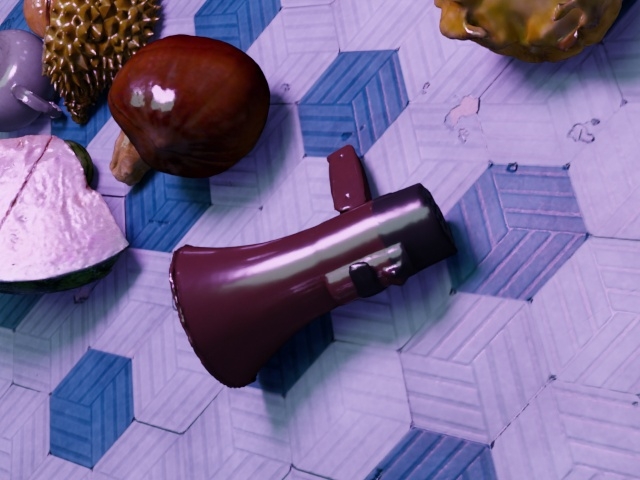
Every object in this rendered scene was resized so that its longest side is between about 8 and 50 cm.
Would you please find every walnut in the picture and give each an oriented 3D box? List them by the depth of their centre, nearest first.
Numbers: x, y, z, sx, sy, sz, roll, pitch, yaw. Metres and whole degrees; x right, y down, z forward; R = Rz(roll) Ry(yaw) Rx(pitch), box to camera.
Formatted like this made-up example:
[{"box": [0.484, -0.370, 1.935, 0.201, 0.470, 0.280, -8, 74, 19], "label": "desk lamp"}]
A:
[{"box": [-0.464, -0.429, 1.950, 0.144, 0.144, 0.180, -17, 49, 32], "label": "walnut"}]

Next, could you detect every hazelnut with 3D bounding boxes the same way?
[{"box": [-0.185, -0.187, 1.538, 0.229, 0.229, 0.229, -19, 57, 32], "label": "hazelnut"}]

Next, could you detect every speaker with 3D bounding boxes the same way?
[{"box": [0.001, 0.023, 1.359, 0.329, 0.198, 0.259, -26, 12, 10], "label": "speaker"}]

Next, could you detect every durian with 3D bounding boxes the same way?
[{"box": [-0.386, -0.354, 1.841, 0.166, 0.172, 0.306, 13, 84, 67], "label": "durian"}]

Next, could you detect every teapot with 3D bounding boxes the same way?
[{"box": [-0.562, -0.287, 1.963, 0.294, 0.129, 0.193, 35, 93, 42], "label": "teapot"}]

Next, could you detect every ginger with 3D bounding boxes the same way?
[{"box": [-0.270, -0.190, 1.701, 0.205, 0.081, 0.115, -44, 78, 2], "label": "ginger"}]

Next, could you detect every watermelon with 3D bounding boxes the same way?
[{"box": [-0.486, -0.009, 1.705, 0.319, 0.222, 0.292, -23, 71, -10], "label": "watermelon"}, {"box": [-0.424, -0.113, 1.774, 0.109, 0.109, 0.109, -19, 57, 32], "label": "watermelon"}]

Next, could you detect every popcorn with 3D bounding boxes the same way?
[{"box": [0.230, -0.317, 1.255, 0.250, 0.250, 0.190, 1, 34, 40], "label": "popcorn"}]
